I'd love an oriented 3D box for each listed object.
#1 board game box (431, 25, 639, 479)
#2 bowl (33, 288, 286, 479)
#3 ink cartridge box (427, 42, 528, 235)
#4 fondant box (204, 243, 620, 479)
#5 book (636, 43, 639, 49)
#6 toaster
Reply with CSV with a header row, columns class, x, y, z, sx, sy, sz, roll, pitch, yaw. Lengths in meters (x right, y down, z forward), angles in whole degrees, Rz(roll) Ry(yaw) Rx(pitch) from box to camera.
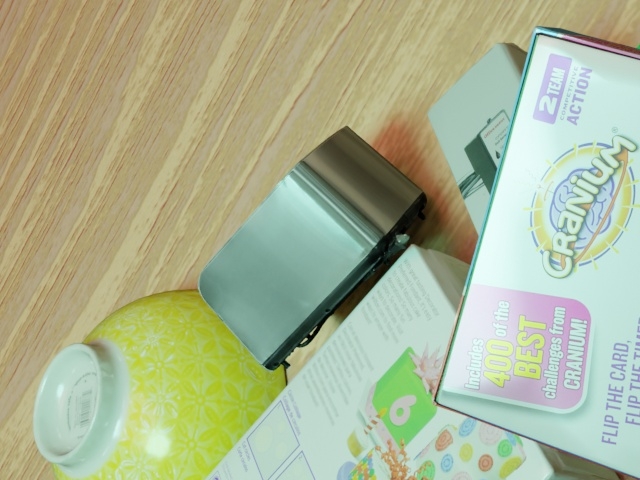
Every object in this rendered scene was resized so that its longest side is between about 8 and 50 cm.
class,x,y,z,sx,sy,sz,roll,pitch,yaw
board game box,0.246,0.032,0.729,0.316,0.064,0.242,19,105,19
bowl,-0.185,0.173,1.246,0.289,0.156,0.289,-21,60,42
ink cartridge box,0.181,-0.025,0.917,0.087,0.153,0.208,-42,46,29
fondant box,0.048,0.204,1.017,0.330,0.096,0.238,-51,44,23
book,0.294,-0.123,0.927,0.096,0.035,0.144,-54,41,12
toaster,0.000,0.000,1.090,0.110,0.168,0.186,43,115,0
